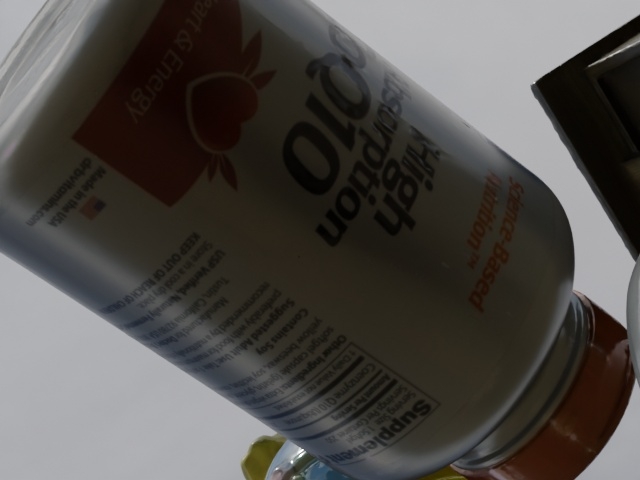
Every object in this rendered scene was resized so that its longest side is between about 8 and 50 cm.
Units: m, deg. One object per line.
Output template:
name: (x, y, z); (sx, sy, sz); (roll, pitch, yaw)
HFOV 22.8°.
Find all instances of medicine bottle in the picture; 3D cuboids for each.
medicine bottle: (0.000, 0.000, 0.673); (0.288, 0.157, 0.157); (35, -96, -20)

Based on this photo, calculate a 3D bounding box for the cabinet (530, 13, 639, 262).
cabinet: (0.253, -0.081, 0.772); (0.215, 0.175, 0.148); (-32, -86, -22)

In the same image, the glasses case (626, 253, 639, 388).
glasses case: (0.181, 0.018, 0.432); (0.197, 0.049, 0.076); (-6, -109, -4)

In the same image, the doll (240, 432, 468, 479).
doll: (0.038, 0.143, 0.840); (0.135, 0.241, 0.099); (-3, -86, -22)
